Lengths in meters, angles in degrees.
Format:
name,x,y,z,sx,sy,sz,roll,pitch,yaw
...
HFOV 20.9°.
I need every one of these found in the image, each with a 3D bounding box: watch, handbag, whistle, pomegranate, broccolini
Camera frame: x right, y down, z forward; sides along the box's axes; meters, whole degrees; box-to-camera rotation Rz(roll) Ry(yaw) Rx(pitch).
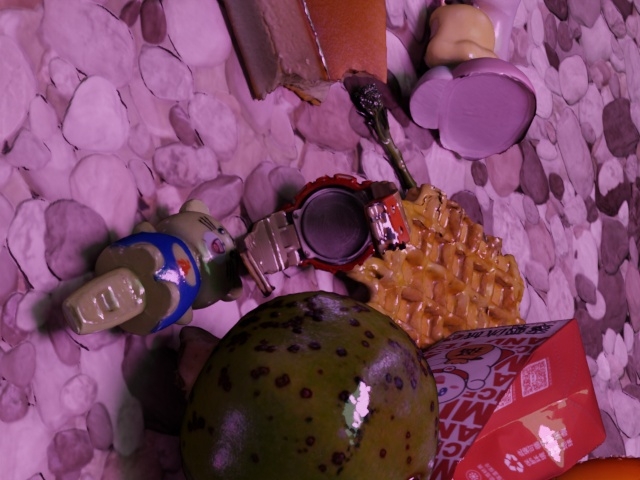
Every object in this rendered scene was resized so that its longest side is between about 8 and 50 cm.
name,x,y,z,sx,sy,sz,roll,pitch,yaw
watch,0.005,-0.003,1.677,0.268,0.165,0.102,-101,173,-84
handbag,0.151,0.190,1.766,0.298,0.171,0.151,-24,103,-53
whistle,-0.149,0.032,1.574,0.227,0.085,0.105,-26,92,-52
pomegranate,-0.024,0.164,1.586,0.254,0.270,0.254,-57,163,-29
broccolini,0.080,-0.116,1.952,0.030,0.035,0.140,-51,121,-41

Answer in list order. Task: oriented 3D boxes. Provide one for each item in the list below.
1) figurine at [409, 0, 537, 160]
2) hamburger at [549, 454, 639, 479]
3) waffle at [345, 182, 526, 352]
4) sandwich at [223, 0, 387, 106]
name,x,y,z,sx,sy,sz,roll,pitch,yaw
figurine,0.185,-0.300,2.014,0.284,0.206,0.316,45,42,-50
hamburger,0.358,0.340,2.026,0.246,0.246,0.170,25,59,-46
waffle,0.139,0.073,1.957,0.307,0.060,0.312,-50,122,-46
sandwich,-0.030,-0.242,1.784,0.220,0.108,0.186,25,60,-48
